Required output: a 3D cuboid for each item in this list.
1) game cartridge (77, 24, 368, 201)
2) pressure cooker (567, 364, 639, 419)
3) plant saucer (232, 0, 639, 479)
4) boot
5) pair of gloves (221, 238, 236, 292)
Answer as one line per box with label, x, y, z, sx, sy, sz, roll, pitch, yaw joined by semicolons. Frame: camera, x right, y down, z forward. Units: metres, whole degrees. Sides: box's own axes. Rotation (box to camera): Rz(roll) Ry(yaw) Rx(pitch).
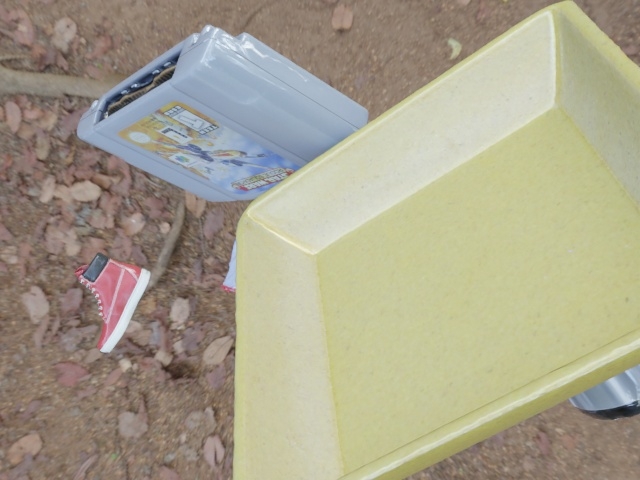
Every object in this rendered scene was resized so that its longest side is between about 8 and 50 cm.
game cartridge;-0.101;-0.108;0.743;0.198;0.297;0.062;30;67;-31
pressure cooker;0.555;0.104;1.503;0.376;0.370;0.420;-35;92;32
plant saucer;0.092;0.012;0.516;0.333;0.332;0.081;-32;123;17
boot;-0.570;0.158;1.908;0.176;0.088;0.244;23;96;-19
pair of gloves;-0.114;0.041;1.413;0.023;0.198;0.159;29;81;-41
